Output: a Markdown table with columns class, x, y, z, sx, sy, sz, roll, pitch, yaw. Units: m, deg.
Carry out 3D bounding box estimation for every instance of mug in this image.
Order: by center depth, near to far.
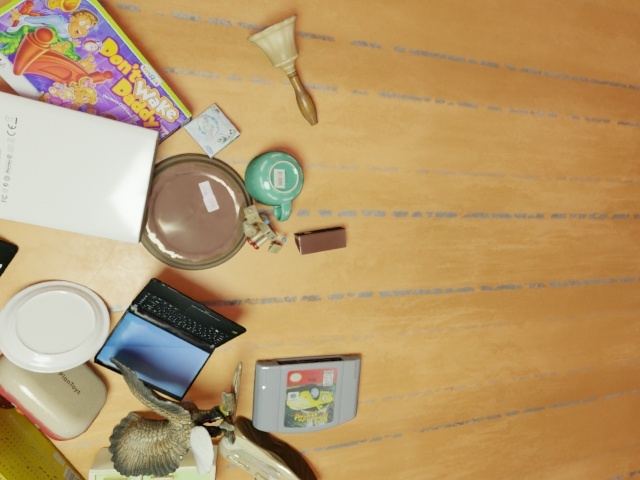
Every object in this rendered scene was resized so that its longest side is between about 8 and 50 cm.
| class | x | y | z | sx | sy | sz | roll | pitch | yaw |
| --- | --- | --- | --- | --- | --- | --- | --- | --- | --- |
| mug | -0.096 | -0.138 | 0.988 | 0.158 | 0.097 | 0.129 | 46 | 73 | -22 |

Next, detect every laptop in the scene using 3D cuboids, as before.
| class | x | y | z | sx | sy | sz | roll | pitch | yaw |
| --- | --- | --- | --- | --- | --- | --- | --- | --- | --- |
| laptop | -0.342 | 0.235 | 0.936 | 0.234 | 0.264 | 0.137 | 34 | 48 | -20 |

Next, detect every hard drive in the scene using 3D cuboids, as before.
| class | x | y | z | sx | sy | sz | roll | pitch | yaw |
| --- | --- | --- | --- | --- | --- | --- | --- | --- | --- |
| hard drive | -0.515 | -0.141 | 0.803 | 0.353 | 0.047 | 0.233 | 12 | 100 | -14 |

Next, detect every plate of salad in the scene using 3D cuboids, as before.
| class | x | y | z | sx | sy | sz | roll | pitch | yaw |
| --- | --- | --- | --- | --- | --- | --- | --- | --- | --- |
| plate of salad | -0.552 | 0.178 | 0.867 | 0.199 | 0.048 | 0.200 | 19 | 50 | -24 |

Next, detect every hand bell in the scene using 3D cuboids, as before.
| class | x | y | z | sx | sy | sz | roll | pitch | yaw |
| --- | --- | --- | --- | --- | --- | --- | --- | --- | --- |
| hand bell | -0.065 | -0.388 | 0.992 | 0.126 | 0.126 | 0.242 | -33 | 119 | -13 |

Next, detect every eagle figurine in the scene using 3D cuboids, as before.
| class | x | y | z | sx | sy | sz | roll | pitch | yaw |
| --- | --- | --- | --- | --- | --- | --- | --- | --- | --- |
| eagle figurine | -0.332 | 0.386 | 0.906 | 0.298 | 0.225 | 0.226 | 6 | 55 | -8 |

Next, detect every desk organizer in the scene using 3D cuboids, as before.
| class | x | y | z | sx | sy | sz | roll | pitch | yaw |
| --- | --- | --- | --- | --- | --- | --- | --- | --- | --- |
| desk organizer | 0.000 | 0.000 | 1.075 | 0.130 | 0.047 | 0.050 | -9 | 102 | -18 |

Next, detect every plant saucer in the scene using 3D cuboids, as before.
| class | x | y | z | sx | sy | sz | roll | pitch | yaw |
| --- | --- | --- | --- | --- | --- | --- | --- | --- | --- |
| plant saucer | -0.292 | -0.064 | 0.970 | 0.277 | 0.041 | 0.278 | -2 | 96 | -19 |

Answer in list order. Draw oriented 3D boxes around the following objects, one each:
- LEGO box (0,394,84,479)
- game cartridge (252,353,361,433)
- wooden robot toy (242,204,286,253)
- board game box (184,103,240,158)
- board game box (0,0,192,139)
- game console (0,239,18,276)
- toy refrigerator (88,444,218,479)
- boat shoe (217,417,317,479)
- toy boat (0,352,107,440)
| class | x | y | z | sx | sy | sz | roll | pitch | yaw |
| --- | --- | --- | --- | --- | --- | --- | --- | --- | --- |
| LEGO box | -0.695 | 0.624 | 0.831 | 0.372 | 0.193 | 0.500 | -33 | 106 | -13 |
| game cartridge | -0.033 | 0.412 | 1.112 | 0.294 | 0.060 | 0.196 | 1 | 100 | -19 |
| wooden robot toy | -0.150 | -0.034 | 1.006 | 0.076 | 0.079 | 0.173 | -31 | 144 | 5 |
| board game box | -0.250 | -0.253 | 0.962 | 0.090 | 0.020 | 0.090 | -42 | 96 | -13 |
| board game box | -0.474 | -0.325 | 0.853 | 0.233 | 0.078 | 0.347 | -42 | 108 | -10 |
| game console | -0.712 | 0.034 | 0.850 | 0.122 | 0.071 | 0.107 | -58 | 140 | -4 |
| toy refrigerator | -0.381 | 0.551 | 0.964 | 0.269 | 0.094 | 0.102 | 5 | 96 | -11 |
| boat shoe | -0.129 | 0.586 | 1.073 | 0.302 | 0.109 | 0.098 | 41 | 92 | -12 |
| toy boat | -0.587 | 0.320 | 0.877 | 0.151 | 0.151 | 0.231 | -29 | 107 | 16 |
